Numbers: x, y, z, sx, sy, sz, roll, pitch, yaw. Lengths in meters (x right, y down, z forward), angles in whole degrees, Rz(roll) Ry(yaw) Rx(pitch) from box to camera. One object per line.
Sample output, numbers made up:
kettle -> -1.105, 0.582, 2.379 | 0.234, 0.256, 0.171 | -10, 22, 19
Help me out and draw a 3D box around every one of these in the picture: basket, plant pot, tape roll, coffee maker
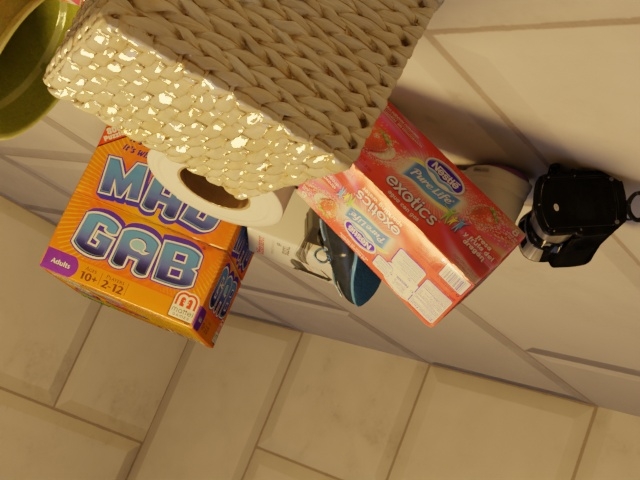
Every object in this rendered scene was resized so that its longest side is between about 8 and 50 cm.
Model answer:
basket -> -0.095, -0.239, 1.087 | 0.328, 0.266, 0.331 | 29, 163, -23
plant pot -> -0.529, -0.338, 1.472 | 0.254, 0.276, 0.276 | 33, 167, 5
tape roll -> -0.145, -0.155, 1.606 | 0.246, 0.169, 0.246 | 18, 156, 9
coffee maker -> 0.390, -0.024, 1.438 | 0.171, 0.120, 0.178 | 20, 167, 9

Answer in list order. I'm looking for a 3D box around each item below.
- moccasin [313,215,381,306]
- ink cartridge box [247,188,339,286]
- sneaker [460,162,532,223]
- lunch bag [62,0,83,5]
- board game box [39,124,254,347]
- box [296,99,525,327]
moccasin -> 0.057, -0.019, 1.893 | 0.117, 0.138, 0.342 | 25, 139, 31
ink cartridge box -> 0.000, 0.000, 2.122 | 0.308, 0.129, 0.223 | 22, 167, 2
sneaker -> 0.209, -0.045, 1.574 | 0.114, 0.152, 0.305 | 23, 169, -26
lunch bag -> -0.404, -0.405, 1.237 | 0.293, 0.120, 0.258 | 20, 167, 7
board game box -> -0.357, -0.001, 2.182 | 0.357, 0.356, 0.356 | 22, 168, 5
box -> 0.130, -0.040, 1.427 | 0.300, 0.142, 0.154 | 45, 144, 10
